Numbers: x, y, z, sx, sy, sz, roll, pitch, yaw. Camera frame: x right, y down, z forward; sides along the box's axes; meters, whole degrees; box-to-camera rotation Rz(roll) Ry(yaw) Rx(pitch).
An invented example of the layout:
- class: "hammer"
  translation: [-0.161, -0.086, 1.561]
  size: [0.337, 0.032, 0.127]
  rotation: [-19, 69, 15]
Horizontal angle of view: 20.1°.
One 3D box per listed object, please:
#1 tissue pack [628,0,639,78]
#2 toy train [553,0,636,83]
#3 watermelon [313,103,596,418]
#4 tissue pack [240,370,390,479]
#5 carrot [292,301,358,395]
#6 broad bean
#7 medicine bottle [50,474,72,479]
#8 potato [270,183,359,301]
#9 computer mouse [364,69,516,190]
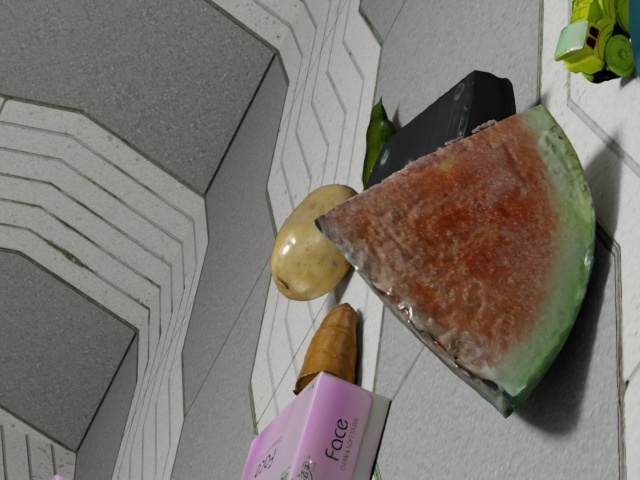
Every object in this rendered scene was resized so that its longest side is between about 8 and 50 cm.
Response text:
- class: "tissue pack"
  translation: [0.326, -0.208, 1.129]
  size: [0.287, 0.198, 0.206]
  rotation: [126, 161, -55]
- class: "toy train"
  translation: [0.286, -0.264, 1.724]
  size: [0.053, 0.085, 0.250]
  rotation: [-18, 47, 53]
- class: "watermelon"
  translation: [0.130, 0.016, 1.599]
  size: [0.193, 0.232, 0.310]
  rotation: [50, -142, -65]
- class: "tissue pack"
  translation: [-0.020, 0.266, 2.075]
  size: [0.246, 0.092, 0.148]
  rotation: [129, 161, -56]
- class: "carrot"
  translation: [0.020, 0.134, 2.247]
  size: [0.072, 0.072, 0.205]
  rotation: [-60, 5, 32]
- class: "broad bean"
  translation: [0.078, -0.103, 2.464]
  size: [0.297, 0.043, 0.060]
  rotation: [-82, 8, -48]
- class: "medicine bottle"
  translation: [-0.226, 0.417, 2.227]
  size: [0.178, 0.290, 0.178]
  rotation: [-61, 12, 23]
- class: "potato"
  translation: [0.000, 0.000, 2.464]
  size: [0.109, 0.118, 0.178]
  rotation: [5, 53, 42]
- class: "computer mouse"
  translation: [0.135, -0.063, 1.975]
  size: [0.269, 0.100, 0.170]
  rotation: [-37, 36, 59]
